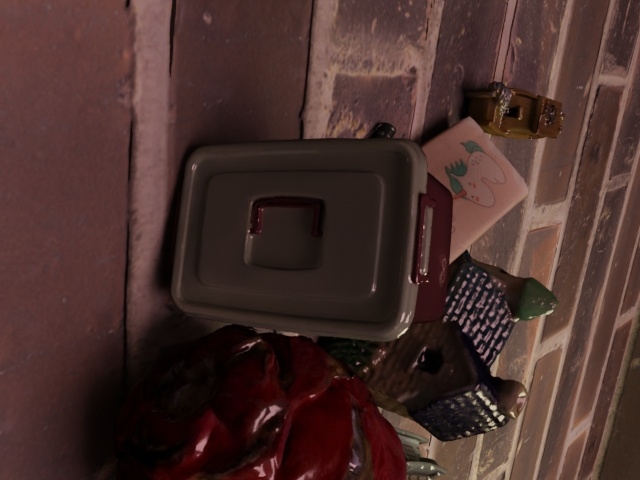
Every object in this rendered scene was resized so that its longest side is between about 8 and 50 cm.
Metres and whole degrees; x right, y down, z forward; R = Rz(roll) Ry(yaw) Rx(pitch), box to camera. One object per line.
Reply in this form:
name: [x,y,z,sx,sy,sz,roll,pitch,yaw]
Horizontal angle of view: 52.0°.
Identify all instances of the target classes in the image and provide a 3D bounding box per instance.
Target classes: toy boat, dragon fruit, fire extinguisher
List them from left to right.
dragon fruit: [-0.072,0.248,0.721,0.329,0.329,0.329,-24,123,-43]
fire extinguisher: [0.078,-0.135,0.957,0.038,0.025,0.083,36,74,-16]
toy boat: [0.376,-0.229,1.202,0.321,0.121,0.089,-4,103,-50]

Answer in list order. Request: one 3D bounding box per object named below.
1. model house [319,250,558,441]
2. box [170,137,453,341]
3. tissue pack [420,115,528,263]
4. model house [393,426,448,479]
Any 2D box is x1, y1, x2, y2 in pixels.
model house: [0.203,0.150,1.034,0.298,0.284,0.243,-59,146,-15]
box: [0.000,0.000,0.710,0.167,0.293,0.194,12,82,-61]
tissue pack: [0.178,-0.060,1.005,0.325,0.170,0.071,-36,175,-36]
model house: [0.099,0.412,1.064,0.198,0.215,0.224,-35,145,18]
